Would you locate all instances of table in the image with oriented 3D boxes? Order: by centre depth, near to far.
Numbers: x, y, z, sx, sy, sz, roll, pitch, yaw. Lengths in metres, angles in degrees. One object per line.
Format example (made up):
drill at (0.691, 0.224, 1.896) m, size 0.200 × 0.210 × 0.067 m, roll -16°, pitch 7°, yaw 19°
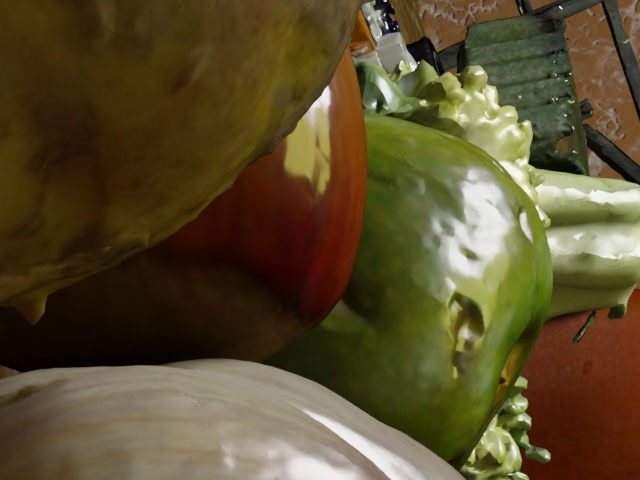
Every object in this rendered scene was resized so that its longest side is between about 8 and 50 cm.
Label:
table at (0.135, -0.116, 1.722) m, size 0.335 × 0.272 × 0.222 m, roll -121°, pitch -173°, yaw -69°

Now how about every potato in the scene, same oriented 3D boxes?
potato at (-0.120, -0.078, 0.545) m, size 0.229 × 0.266 × 0.229 m, roll -19°, pitch 90°, yaw -84°

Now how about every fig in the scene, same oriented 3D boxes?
fig at (-0.029, 0.008, 0.953) m, size 0.275 × 0.206 × 0.206 m, roll 29°, pitch 3°, yaw 12°

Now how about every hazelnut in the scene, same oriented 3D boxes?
hazelnut at (-0.083, -0.036, 0.803) m, size 0.186 × 0.210 × 0.210 m, roll 78°, pitch 2°, yaw -49°

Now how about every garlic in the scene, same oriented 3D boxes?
garlic at (-0.029, 0.191, 0.705) m, size 0.322 × 0.241 × 0.322 m, roll 39°, pitch 33°, yaw -32°

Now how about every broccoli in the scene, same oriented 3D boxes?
broccoli at (0.060, -0.002, 1.213) m, size 0.348 × 0.281 × 0.293 m, roll 100°, pitch -13°, yaw -48°

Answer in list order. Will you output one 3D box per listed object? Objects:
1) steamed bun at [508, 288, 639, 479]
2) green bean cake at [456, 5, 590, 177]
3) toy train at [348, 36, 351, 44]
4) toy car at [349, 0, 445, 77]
steamed bun at (0.213, 0.178, 1.486) m, size 0.235 × 0.379 × 0.248 m, roll 54°, pitch 30°, yaw -48°
green bean cake at (0.153, -0.059, 1.454) m, size 0.173 × 0.094 × 0.181 m, roll -87°, pitch 166°, yaw -48°
toy train at (-0.126, -0.253, 0.944) m, size 0.442 × 0.179 × 0.272 m, roll 57°, pitch 18°, yaw -10°
toy car at (-0.010, -0.140, 1.424) m, size 0.118 × 0.193 × 0.301 m, roll -88°, pitch 159°, yaw -61°
